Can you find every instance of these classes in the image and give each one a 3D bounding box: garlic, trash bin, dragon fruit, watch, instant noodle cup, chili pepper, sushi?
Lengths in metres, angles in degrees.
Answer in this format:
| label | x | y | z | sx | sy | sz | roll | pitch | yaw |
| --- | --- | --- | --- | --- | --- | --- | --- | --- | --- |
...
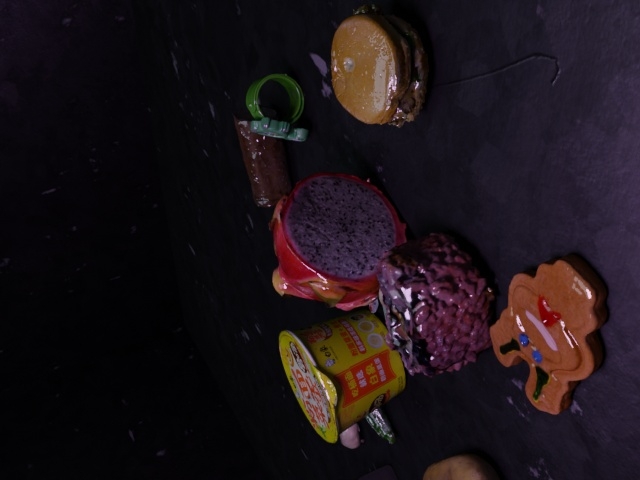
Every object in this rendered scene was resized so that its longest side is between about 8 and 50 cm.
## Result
| label | x | y | z | sx | sy | sz | roll | pitch | yaw |
| --- | --- | --- | --- | --- | --- | --- | --- | --- | --- |
| garlic | 0.083 | 0.567 | 2.286 | 0.084 | 0.066 | 0.152 | 47 | 151 | 49 |
| trash bin | 0.156 | 0.755 | 2.214 | 0.165 | 0.115 | 0.225 | 65 | 160 | 14 |
| dragon fruit | 0.024 | 0.024 | 1.652 | 0.306 | 0.305 | 0.226 | 62 | 153 | 20 |
| watch | -0.101 | -0.331 | 1.898 | 0.131 | 0.165 | 0.152 | -171 | 88 | -67 |
| instant noodle cup | 0.060 | 0.319 | 1.902 | 0.311 | 0.221 | 0.311 | 54 | 157 | 34 |
| chili pepper | 0.141 | 0.447 | 2.061 | 0.227 | 0.059 | 0.088 | 58 | 151 | 24 |
| sushi | 0.205 | 0.129 | 1.475 | 0.236 | 0.170 | 0.270 | 41 | 149 | 51 |

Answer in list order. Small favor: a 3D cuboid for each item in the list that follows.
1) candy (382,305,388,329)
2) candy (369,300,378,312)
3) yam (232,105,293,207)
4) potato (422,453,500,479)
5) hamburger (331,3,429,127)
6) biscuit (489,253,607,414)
| label | x | y | z | sx | sy | sz | roll | pitch | yaw |
| --- | --- | --- | --- | --- | --- | --- | --- | --- | --- |
| candy | 0.146 | 0.141 | 1.806 | 0.062 | 0.058 | 0.194 | -92 | -10 | -54 |
| candy | 0.090 | 0.126 | 1.923 | 0.175 | 0.043 | 0.045 | 40 | 134 | 53 |
| yam | -0.150 | -0.228 | 2.086 | 0.131 | 0.131 | 0.280 | 39 | 147 | 53 |
| potato | 0.302 | 0.572 | 1.669 | 0.296 | 0.141 | 0.192 | 115 | 134 | -64 |
| hamburger | 0.114 | -0.318 | 1.381 | 0.189 | 0.122 | 0.215 | 24 | 126 | 53 |
| biscuit | 0.372 | 0.152 | 1.261 | 0.202 | 0.047 | 0.334 | 57 | 155 | 31 |
